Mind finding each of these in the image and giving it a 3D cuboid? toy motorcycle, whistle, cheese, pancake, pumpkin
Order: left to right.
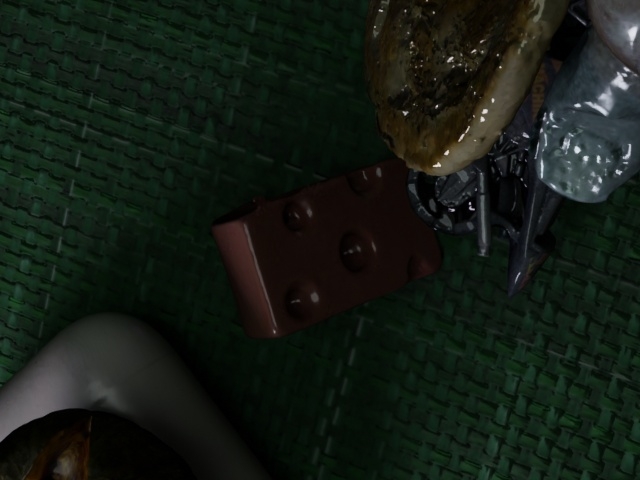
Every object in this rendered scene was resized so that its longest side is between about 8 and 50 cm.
[{"bbox_3d":[-0.213,0.270,1.611,0.238,0.159,0.238,-6,75,23],"label":"pumpkin"},{"bbox_3d":[-0.025,0.008,1.675,0.177,0.203,0.128,-12,99,55],"label":"cheese"},{"bbox_3d":[0.122,-0.220,1.483,0.065,0.356,0.356,16,110,-24],"label":"pancake"},{"bbox_3d":[0.208,-0.103,1.556,0.173,0.108,0.307,40,113,7],"label":"toy motorcycle"},{"bbox_3d":[0.264,-0.166,1.402,0.189,0.189,0.348,43,139,12],"label":"whistle"}]

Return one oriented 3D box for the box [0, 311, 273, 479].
[{"bbox_3d":[-0.193,0.265,1.767,0.288,0.141,0.349,-42,82,24],"label":"box"}]
